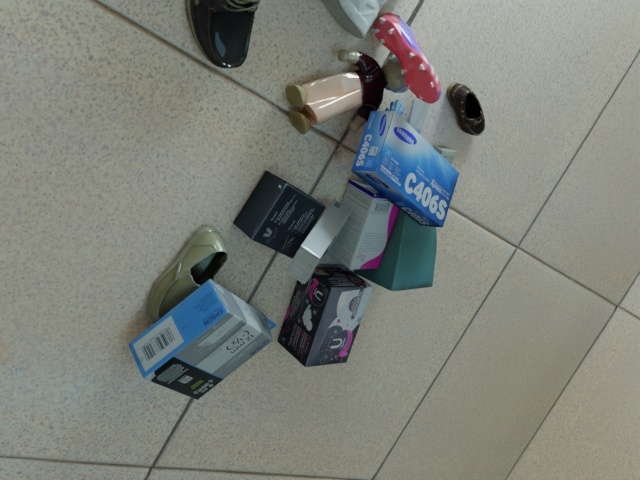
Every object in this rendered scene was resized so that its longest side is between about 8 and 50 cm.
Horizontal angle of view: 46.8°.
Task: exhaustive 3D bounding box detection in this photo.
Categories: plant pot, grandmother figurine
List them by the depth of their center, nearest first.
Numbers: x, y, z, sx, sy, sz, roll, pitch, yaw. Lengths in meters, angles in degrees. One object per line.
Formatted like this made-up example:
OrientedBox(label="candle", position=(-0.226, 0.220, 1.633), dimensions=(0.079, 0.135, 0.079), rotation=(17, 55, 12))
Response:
OrientedBox(label="grandmother figurine", position=(0.087, -0.356, 1.766), dimensions=(0.342, 0.104, 0.207), rotation=(-25, 139, -23))
OrientedBox(label="plant pot", position=(0.222, 0.000, 2.065), dimensions=(0.166, 0.166, 0.234), rotation=(-3, 109, -39))

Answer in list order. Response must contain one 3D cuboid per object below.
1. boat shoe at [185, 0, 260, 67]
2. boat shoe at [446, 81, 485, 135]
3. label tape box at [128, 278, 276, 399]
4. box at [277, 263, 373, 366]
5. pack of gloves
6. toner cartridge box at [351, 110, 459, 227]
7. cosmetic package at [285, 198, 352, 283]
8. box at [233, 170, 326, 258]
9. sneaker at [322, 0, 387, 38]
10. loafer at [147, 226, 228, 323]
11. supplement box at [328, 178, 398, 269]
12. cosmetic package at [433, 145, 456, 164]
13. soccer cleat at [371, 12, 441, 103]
OrientedBox(label="boat shoe", position=(-0.178, -0.496, 1.423), dimensions=(0.132, 0.130, 0.355), rotation=(-21, 128, -29))
OrientedBox(label="boat shoe", position=(0.418, -0.356, 2.065), dimensions=(0.073, 0.073, 0.207), rotation=(-52, 138, -3))
OrientedBox(label="label tape box", position=(-0.254, 0.262, 1.796), dimensions=(0.249, 0.115, 0.347), rotation=(-39, 145, 4))
OrientedBox(label="box", position=(0.015, 0.205, 2.028), dimensions=(0.163, 0.142, 0.247), rotation=(2, 115, -41))
OrientedBox(label="pack of gloves", position=(0.195, -0.273, 1.964), dimensions=(0.195, 0.046, 0.232), rotation=(-16, 128, -49))
OrientedBox(label="toner cartridge box", position=(0.223, -0.173, 1.866), dimensions=(0.348, 0.075, 0.165), rotation=(31, 72, -47))
OrientedBox(label="cosmetic package", position=(0.000, 0.000, 1.837), dimensions=(0.099, 0.060, 0.239), rotation=(-57, 179, 38))
OrientedBox(label="box", position=(-0.098, -0.062, 1.796), dimensions=(0.158, 0.093, 0.156), rotation=(28, 97, -48))
OrientedBox(label="sneaker", position=(0.064, -0.591, 1.598), dimensions=(0.169, 0.108, 0.292), rotation=(-53, 147, -2))
OrientedBox(label="loafer", position=(-0.307, 0.095, 1.719), dimensions=(0.102, 0.092, 0.268), rotation=(24, 99, -46))
OrientedBox(label="supplement box", position=(0.117, -0.042, 1.980), dimensions=(0.111, 0.114, 0.220), rotation=(0, 115, -42))
OrientedBox(label="cosmetic package", position=(0.337, -0.210, 2.111), dimensions=(0.060, 0.041, 0.115), rotation=(-1, 116, -40))
OrientedBox(label="soccer cleat", position=(0.218, -0.434, 1.742), dimensions=(0.095, 0.248, 0.083), rotation=(-27, 168, -41))
